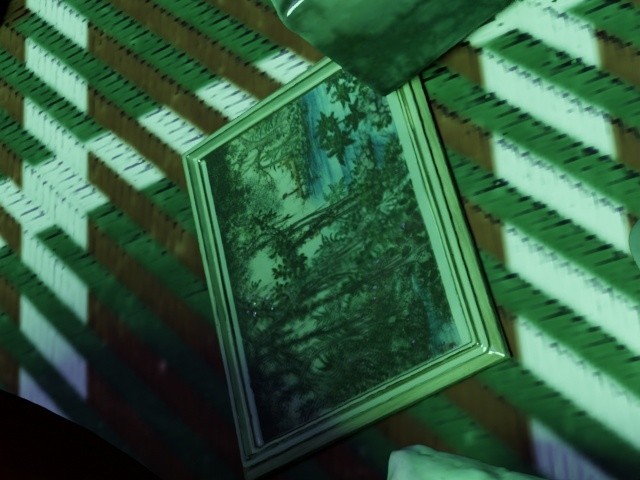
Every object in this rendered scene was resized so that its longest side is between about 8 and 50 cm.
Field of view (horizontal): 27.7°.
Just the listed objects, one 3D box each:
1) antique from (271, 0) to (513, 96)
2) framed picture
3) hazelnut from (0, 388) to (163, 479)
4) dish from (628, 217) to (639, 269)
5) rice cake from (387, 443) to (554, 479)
[{"bbox_3d":[0.061,-0.157,0.542,0.183,0.086,0.088,-36,56,19],"label":"antique"},{"bbox_3d":[0.000,0.000,0.591,0.142,0.011,0.183,-30,58,27],"label":"framed picture"},{"bbox_3d":[-0.169,0.245,0.392,0.402,0.402,0.429,-12,69,36],"label":"hazelnut"},{"bbox_3d":[0.213,-0.022,0.383,0.243,0.080,0.182,-44,53,20],"label":"dish"},{"bbox_3d":[0.046,0.184,0.431,0.080,0.042,0.221,9,97,32],"label":"rice cake"}]
